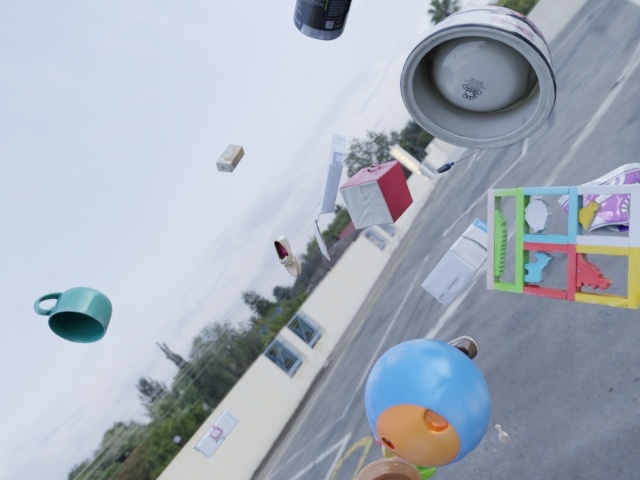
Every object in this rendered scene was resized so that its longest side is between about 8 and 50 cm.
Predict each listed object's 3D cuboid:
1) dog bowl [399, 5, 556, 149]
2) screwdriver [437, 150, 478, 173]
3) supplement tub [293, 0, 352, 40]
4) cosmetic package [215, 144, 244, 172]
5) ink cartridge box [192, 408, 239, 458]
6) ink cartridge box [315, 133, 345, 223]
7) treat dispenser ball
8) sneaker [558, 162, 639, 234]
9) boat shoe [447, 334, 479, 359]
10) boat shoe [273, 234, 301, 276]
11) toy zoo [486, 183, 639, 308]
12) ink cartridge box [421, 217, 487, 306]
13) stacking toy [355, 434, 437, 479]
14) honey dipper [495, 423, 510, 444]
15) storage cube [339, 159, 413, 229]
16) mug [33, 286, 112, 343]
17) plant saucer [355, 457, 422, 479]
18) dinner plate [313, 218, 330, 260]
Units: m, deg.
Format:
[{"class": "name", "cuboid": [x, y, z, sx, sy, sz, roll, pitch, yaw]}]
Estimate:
[{"class": "dog bowl", "cuboid": [0.435, -0.448, 1.330, 0.150, 0.408, 0.408, -65, 4, -28]}, {"class": "screwdriver", "cuboid": [0.430, -0.251, 1.521, 0.170, 0.024, 0.025, -33, 49, 53]}, {"class": "supplement tub", "cuboid": [0.014, -0.522, 0.989, 0.117, 0.117, 0.190, -48, -12, -35]}, {"class": "cosmetic package", "cuboid": [-0.325, -0.297, 1.749, 0.041, 0.061, 0.115, 82, -158, -45]}, {"class": "ink cartridge box", "cuboid": [-0.285, 0.529, 1.318, 0.122, 0.052, 0.088, -48, -3, -31]}, {"class": "ink cartridge box", "cuboid": [0.033, -0.187, 1.511, 0.223, 0.046, 0.223, -83, 6, -54]}, {"class": "treat dispenser ball", "cuboid": [0.249, 0.378, 1.141, 0.288, 0.288, 0.288, -50, -4, -5]}, {"class": "sneaker", "cuboid": [0.807, -0.100, 1.318, 0.282, 0.161, 0.102, -24, -29, -12]}, {"class": "boat shoe", "cuboid": [0.332, 0.360, 1.386, 0.257, 0.095, 0.095, -45, -13, 24]}, {"class": "boat shoe", "cuboid": [-0.129, 0.064, 1.784, 0.063, 0.169, 0.059, -22, 8, 29]}, {"class": "toy zoo", "cuboid": [0.418, 0.005, 0.803, 0.030, 0.192, 0.293, -6, 7, -42]}, {"class": "ink cartridge box", "cuboid": [0.547, 0.079, 1.863, 0.307, 0.129, 0.223, -35, -20, -46]}, {"class": "stacking toy", "cuboid": [0.278, 0.846, 1.810, 0.130, 0.280, 0.308, 20, 85, 63]}, {"class": "honey dipper", "cuboid": [0.546, 0.582, 1.465, 0.030, 0.030, 0.161, -50, -13, 2]}, {"class": "storage cube", "cuboid": [0.218, -0.178, 1.888, 0.184, 0.214, 0.193, -8, 24, 39]}, {"class": "mug", "cuboid": [-0.583, 0.165, 1.169, 0.130, 0.157, 0.097, -18, 41, 13]}, {"class": "plant saucer", "cuboid": [0.197, 0.716, 1.386, 0.200, 0.200, 0.037, -51, 13, 12]}, {"class": "dinner plate", "cuboid": [0.000, 0.000, 1.505, 0.017, 0.141, 0.141, -21, -4, 2]}]
